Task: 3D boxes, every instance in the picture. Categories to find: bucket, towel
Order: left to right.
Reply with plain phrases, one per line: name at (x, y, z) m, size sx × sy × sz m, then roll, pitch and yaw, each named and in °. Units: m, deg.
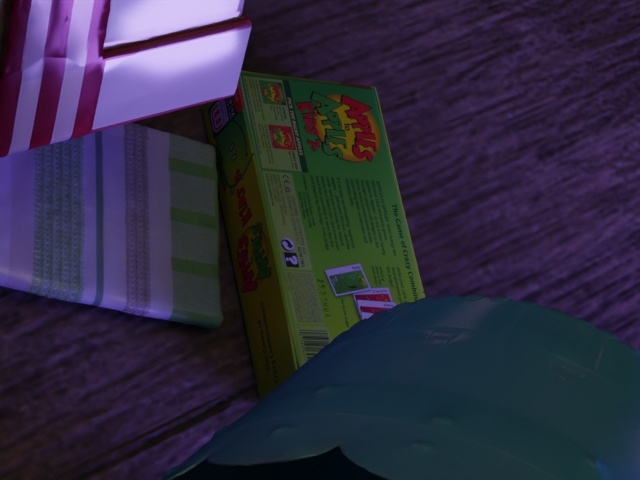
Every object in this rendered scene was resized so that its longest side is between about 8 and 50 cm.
towel at (-0.121, -0.015, 1.013) m, size 0.152 × 0.023 × 0.113 m, roll 15°, pitch 58°, yaw -28°
bucket at (0.051, 0.168, 0.840) m, size 0.281 × 0.281 × 0.183 m, roll 47°, pitch 34°, yaw 0°

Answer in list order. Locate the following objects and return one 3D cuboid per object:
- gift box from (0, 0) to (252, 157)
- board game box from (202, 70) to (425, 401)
gift box at (-0.175, -0.192, 0.923) m, size 0.255 × 0.258 × 0.276 m, roll -13°, pitch 45°, yaw -33°
board game box at (0.000, 0.000, 1.064) m, size 0.092 × 0.043 × 0.181 m, roll 4°, pitch 61°, yaw -32°
